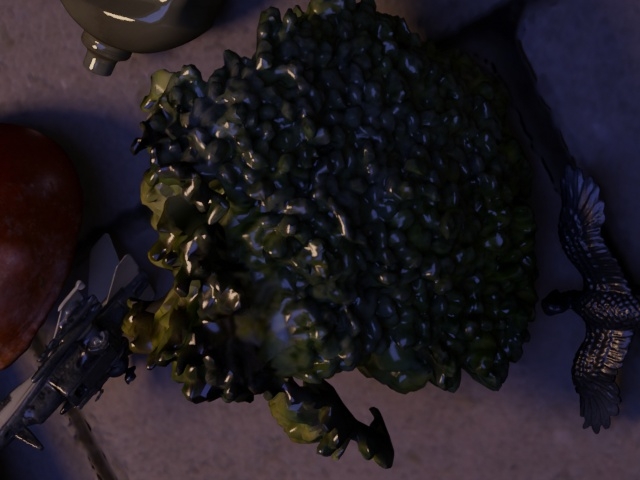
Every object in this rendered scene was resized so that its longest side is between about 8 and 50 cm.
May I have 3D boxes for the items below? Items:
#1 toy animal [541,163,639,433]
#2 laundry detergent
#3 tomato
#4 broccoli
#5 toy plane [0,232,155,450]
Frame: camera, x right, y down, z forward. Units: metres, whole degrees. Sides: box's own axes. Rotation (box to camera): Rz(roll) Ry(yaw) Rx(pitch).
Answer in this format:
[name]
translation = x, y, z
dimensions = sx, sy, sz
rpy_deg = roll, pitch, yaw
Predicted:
[toy animal]
translation = 0.221, 0.048, 1.281
dimensions = 0.108, 0.062, 0.220
rpy_deg = -1, 109, 10
[laundry detergent]
translation = -0.135, -0.248, 1.336
dimensions = 0.181, 0.091, 0.253
rpy_deg = 33, 113, 17
[tomato]
translation = -0.313, -0.002, 1.390
dimensions = 0.200, 0.139, 0.233
rpy_deg = 17, 81, 37
[broccoli]
translation = 0.011, -0.004, 1.249
dimensions = 0.324, 0.334, 0.272
rpy_deg = 61, 151, 19
[toy plane]
translation = -0.204, 0.105, 1.397
dimensions = 0.082, 0.160, 0.234
rpy_deg = 23, 72, 17
